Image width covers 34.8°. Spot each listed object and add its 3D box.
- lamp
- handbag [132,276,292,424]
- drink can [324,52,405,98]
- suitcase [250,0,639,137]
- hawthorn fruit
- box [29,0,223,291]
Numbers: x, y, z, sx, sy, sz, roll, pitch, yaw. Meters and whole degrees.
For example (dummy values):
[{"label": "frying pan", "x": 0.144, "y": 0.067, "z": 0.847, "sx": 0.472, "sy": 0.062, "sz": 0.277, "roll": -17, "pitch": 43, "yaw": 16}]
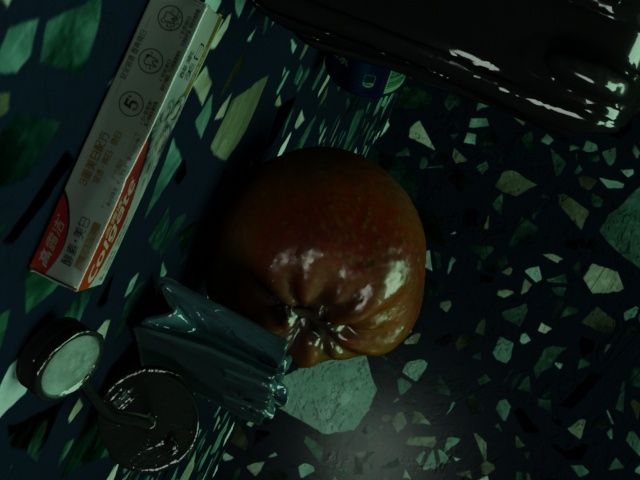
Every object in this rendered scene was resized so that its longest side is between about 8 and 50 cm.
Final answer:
[{"label": "lamp", "x": -0.214, "y": 0.139, "z": 0.945, "sx": 0.130, "sy": 0.108, "sz": 0.371, "roll": -52, "pitch": 159, "yaw": -5}, {"label": "handbag", "x": -0.115, "y": 0.134, "z": 1.135, "sx": 0.062, "sy": 0.179, "sz": 0.229, "roll": -62, "pitch": 176, "yaw": -21}, {"label": "drink can", "x": 0.079, "y": -0.290, "z": 1.349, "sx": 0.118, "sy": 0.118, "sz": 0.205, "roll": -60, "pitch": 174, "yaw": -39}, {"label": "suitcase", "x": 0.121, "y": -0.219, "z": 0.876, "sx": 0.339, "sy": 0.345, "sz": 0.188, "roll": -33, "pitch": 143, "yaw": -79}, {"label": "hawthorn fruit", "x": 0.000, "y": 0.000, "z": 1.267, "sx": 0.277, "sy": 0.276, "sz": 0.298, "roll": 110, "pitch": -15, "yaw": -49}, {"label": "box", "x": -0.134, "y": -0.070, "z": 0.715, "sx": 0.218, "sy": 0.039, "sz": 0.055, "roll": -65, "pitch": 176, "yaw": 3}]
